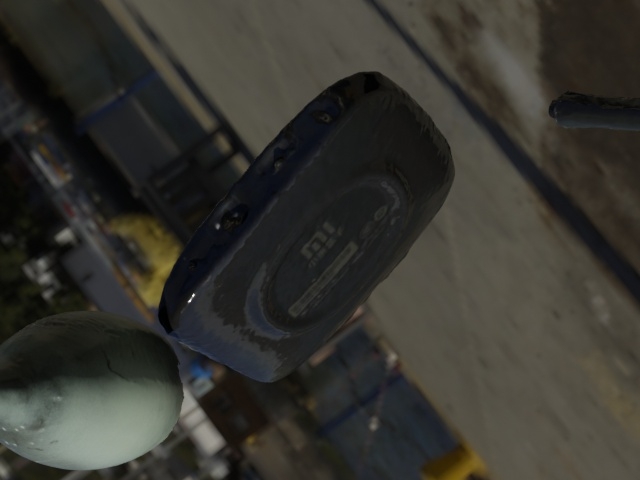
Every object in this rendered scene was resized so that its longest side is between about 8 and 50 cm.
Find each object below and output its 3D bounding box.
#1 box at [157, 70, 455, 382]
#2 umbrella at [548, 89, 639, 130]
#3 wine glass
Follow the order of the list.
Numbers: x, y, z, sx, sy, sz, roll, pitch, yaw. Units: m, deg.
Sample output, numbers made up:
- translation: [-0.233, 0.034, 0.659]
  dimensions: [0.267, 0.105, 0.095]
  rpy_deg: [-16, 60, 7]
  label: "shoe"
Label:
- translation: [0.000, 0.000, 1.002]
  dimensions: [0.042, 0.212, 0.201]
  rpy_deg: [45, -175, 29]
  label: "box"
- translation: [0.290, -0.129, 1.562]
  dimensions: [0.133, 0.036, 0.031]
  rpy_deg: [8, 159, 35]
  label: "umbrella"
- translation: [-0.193, 0.004, 0.836]
  dimensions: [0.264, 0.096, 0.309]
  rpy_deg: [68, -166, 9]
  label: "wine glass"
